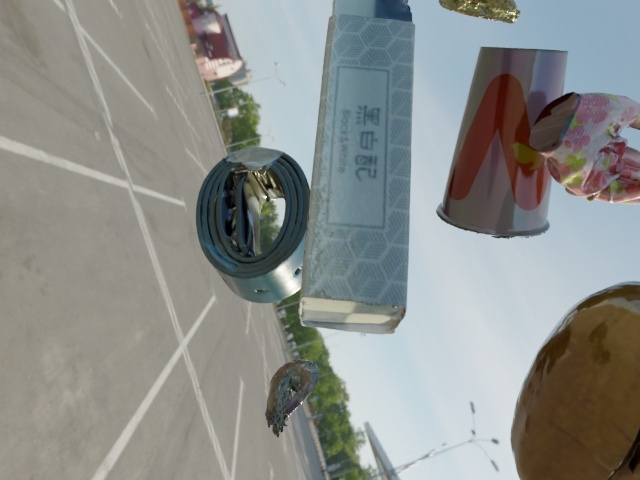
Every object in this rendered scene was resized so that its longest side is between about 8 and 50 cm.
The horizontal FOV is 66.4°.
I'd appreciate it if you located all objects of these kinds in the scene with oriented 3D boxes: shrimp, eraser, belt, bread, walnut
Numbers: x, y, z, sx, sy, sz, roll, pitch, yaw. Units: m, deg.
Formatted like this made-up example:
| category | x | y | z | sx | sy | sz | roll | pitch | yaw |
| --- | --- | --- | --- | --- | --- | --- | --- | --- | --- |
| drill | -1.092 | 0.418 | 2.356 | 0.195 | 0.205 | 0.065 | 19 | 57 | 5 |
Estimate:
| category | x | y | z | sx | sy | sz | roll | pitch | yaw |
| --- | --- | --- | --- | --- | --- | --- | --- | --- | --- |
| shrimp | -0.060 | 0.295 | 0.941 | 0.190 | 0.102 | 0.042 | -67 | 142 | -58 |
| eraser | 0.045 | -0.112 | 0.516 | 0.096 | 0.098 | 0.403 | 97 | -2 | -68 |
| belt | -0.154 | -0.054 | 1.269 | 0.173 | 0.301 | 0.436 | 70 | 6 | -57 |
| bread | 0.317 | -0.484 | 0.963 | 0.135 | 0.155 | 0.054 | -68 | 175 | -45 |
| walnut | 0.335 | 0.203 | 0.564 | 0.336 | 0.209 | 0.209 | -65 | -155 | 21 |

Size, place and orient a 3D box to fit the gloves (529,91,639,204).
| category | x | y | z | sx | sy | sz | roll | pitch | yaw |
| --- | --- | --- | --- | --- | --- | --- | --- | --- | --- |
| gloves | 0.424 | -0.116 | 0.694 | 0.126 | 0.241 | 0.145 | -36 | -148 | 55 |

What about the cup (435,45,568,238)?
| category | x | y | z | sx | sy | sz | roll | pitch | yaw |
| --- | --- | --- | --- | --- | --- | --- | --- | --- | --- |
| cup | 0.312 | -0.170 | 0.824 | 0.203 | 0.203 | 0.288 | -120 | -150 | -64 |
